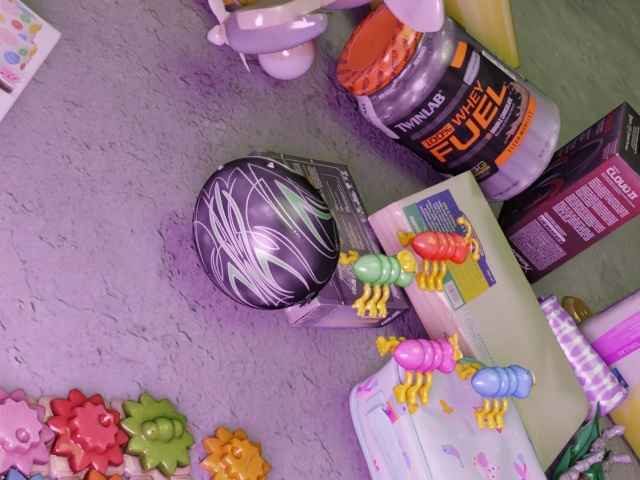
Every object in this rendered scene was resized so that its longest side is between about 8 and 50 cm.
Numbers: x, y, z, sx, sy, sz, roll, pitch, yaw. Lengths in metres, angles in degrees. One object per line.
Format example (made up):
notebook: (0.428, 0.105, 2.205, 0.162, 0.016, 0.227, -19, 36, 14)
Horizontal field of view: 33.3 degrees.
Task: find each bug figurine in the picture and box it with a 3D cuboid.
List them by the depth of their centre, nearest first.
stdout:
bug figurine: (0.141, 0.086, 1.263, 0.216, 0.072, 0.279, 1, 56, -38)

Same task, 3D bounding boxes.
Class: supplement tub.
supplement tub: (0.203, -0.224, 1.701, 0.338, 0.207, 0.207, 32, 38, -26)

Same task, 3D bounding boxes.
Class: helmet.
helmet: (-0.065, -0.006, 1.212, 0.161, 0.169, 0.169, 24, 39, -60)

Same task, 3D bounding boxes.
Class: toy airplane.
toy airplane: (-0.006, -0.351, 1.512, 0.386, 0.272, 0.384, -2, 30, -29)

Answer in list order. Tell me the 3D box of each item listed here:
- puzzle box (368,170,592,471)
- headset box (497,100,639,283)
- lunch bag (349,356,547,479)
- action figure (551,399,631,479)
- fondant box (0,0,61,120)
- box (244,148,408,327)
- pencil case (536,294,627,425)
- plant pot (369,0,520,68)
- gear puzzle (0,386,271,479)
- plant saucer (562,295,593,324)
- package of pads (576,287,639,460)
puzzle box: (0.234, 0.109, 1.503, 0.272, 0.052, 0.409, -23, 85, -58)
headset box: (0.443, -0.089, 1.783, 0.110, 0.293, 0.218, 45, 34, -10)
lunch bag: (0.152, 0.265, 1.260, 0.224, 0.108, 0.279, 9, 49, -39)
action figure: (0.372, 0.334, 1.496, 0.232, 0.063, 0.137, -29, 107, -51)
fondant box: (-0.415, -0.168, 1.003, 0.238, 0.096, 0.330, 39, 36, -19)
box: (0.000, 0.000, 1.378, 0.183, 0.056, 0.231, 4, 55, -49)
pencil case: (0.386, 0.181, 1.645, 0.206, 0.086, 0.088, 55, 34, 6)
plant pot: (0.233, -0.386, 1.884, 0.254, 0.254, 0.239, -28, 98, -57)
gear puzzle: (-0.163, 0.216, 0.985, 0.339, 0.044, 0.175, 12, 50, -45)
plant saucer: (0.447, 0.128, 1.834, 0.083, 0.015, 0.083, 31, 38, -29)
package of pads: (0.559, 0.216, 1.691, 0.296, 0.229, 0.101, 57, 33, 7)
